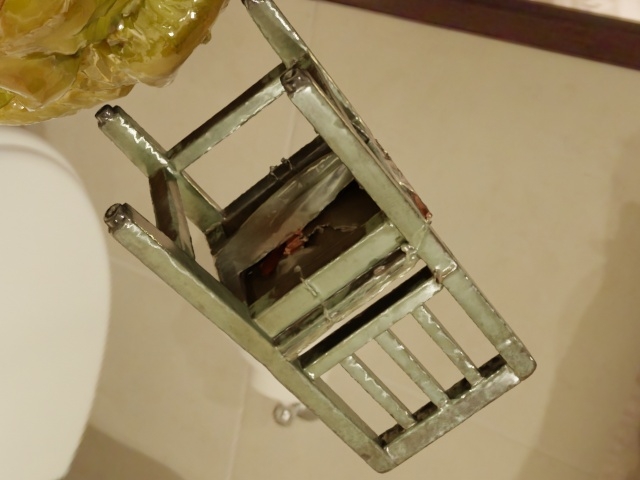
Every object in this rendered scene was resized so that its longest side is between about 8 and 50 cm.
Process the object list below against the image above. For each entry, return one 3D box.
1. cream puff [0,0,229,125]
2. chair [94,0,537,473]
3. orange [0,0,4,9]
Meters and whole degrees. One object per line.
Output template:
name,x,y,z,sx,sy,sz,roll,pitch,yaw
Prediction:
cream puff,-0.200,-0.195,0.579,0.324,0.257,0.291,0,116,-42
chair,0.000,0.000,0.555,0.136,0.147,0.270,-37,125,9
orange,-0.181,-0.129,0.309,0.159,0.136,0.159,-175,-90,-87
